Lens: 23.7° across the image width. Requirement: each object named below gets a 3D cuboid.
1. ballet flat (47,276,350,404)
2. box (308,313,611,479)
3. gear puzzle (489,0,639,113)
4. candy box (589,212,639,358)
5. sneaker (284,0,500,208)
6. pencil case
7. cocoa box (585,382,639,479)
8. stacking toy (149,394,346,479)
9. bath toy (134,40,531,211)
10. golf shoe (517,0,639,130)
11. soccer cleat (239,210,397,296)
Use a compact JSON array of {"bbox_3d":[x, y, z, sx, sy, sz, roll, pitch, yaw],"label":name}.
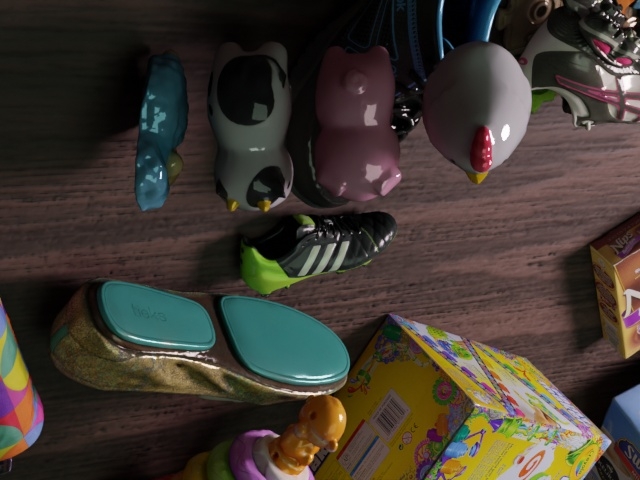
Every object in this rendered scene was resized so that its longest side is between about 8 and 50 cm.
[{"bbox_3d":[-0.124,0.113,1.538,0.348,0.123,0.123,14,114,-43],"label":"ballet flat"},{"bbox_3d":[0.136,0.277,1.804,0.279,0.177,0.290,21,108,-45],"label":"box"},{"bbox_3d":[0.259,-0.212,1.600,0.339,0.044,0.175,-17,132,-25],"label":"gear puzzle"},{"bbox_3d":[0.403,0.052,1.917,0.109,0.053,0.187,-31,135,-12],"label":"candy box"},{"bbox_3d":[0.069,-0.163,1.427,0.125,0.139,0.341,4,122,-41],"label":"sneaker"},{"bbox_3d":[-0.323,0.105,1.382,0.104,0.104,0.236,-26,134,-18],"label":"pencil case"},{"bbox_3d":[0.571,0.274,2.057,0.347,0.231,0.228,-25,151,-18],"label":"cocoa box"},{"bbox_3d":[-0.073,0.258,1.588,0.166,0.175,0.302,17,127,-43],"label":"stacking toy"},{"bbox_3d":[0.013,-0.092,1.341,0.348,0.129,0.151,-3,133,4],"label":"bath toy"},{"bbox_3d":[0.314,-0.166,1.594,0.273,0.105,0.120,27,121,-36],"label":"golf shoe"},{"bbox_3d":[0.000,0.000,1.567,0.179,0.060,0.072,-21,132,-19],"label":"soccer cleat"}]
